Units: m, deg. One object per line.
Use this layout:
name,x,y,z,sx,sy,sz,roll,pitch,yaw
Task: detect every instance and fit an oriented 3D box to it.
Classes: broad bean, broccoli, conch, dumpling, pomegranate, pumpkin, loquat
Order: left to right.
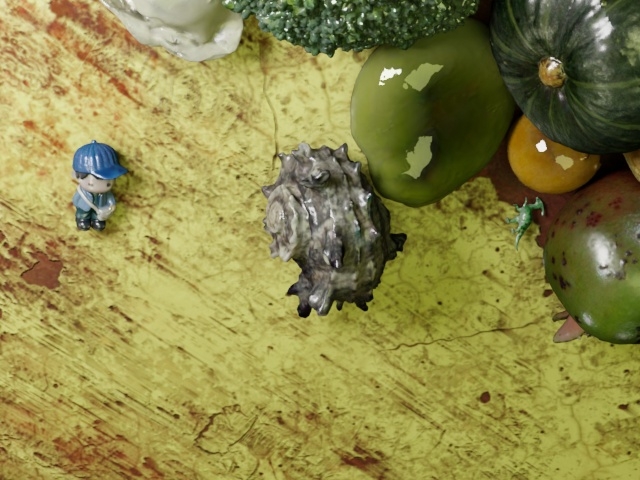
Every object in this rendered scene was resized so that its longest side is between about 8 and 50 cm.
dumpling,-0.206,-0.343,1.351,0.162,0.132,0.250,-36,111,8
conch,-0.001,-0.010,1.483,0.186,0.241,0.313,-41,141,-23
broccoli,0.055,-0.372,1.282,0.338,0.277,0.317,26,75,23
broad bean,0.158,-0.184,1.450,0.238,0.119,0.291,17,111,-12
loquat,0.342,-0.133,1.473,0.141,0.141,0.141,-1,114,-3
pumpkin,0.357,-0.258,1.292,0.207,0.300,0.300,-35,114,-17
pomegranate,0.461,0.056,1.491,0.291,0.291,0.323,13,113,-9

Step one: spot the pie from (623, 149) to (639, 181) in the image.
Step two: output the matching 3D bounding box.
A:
pie,0.570,-0.172,1.373,0.339,0.339,0.083,-26,136,8

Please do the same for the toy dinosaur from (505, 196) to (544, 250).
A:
toy dinosaur,0.325,-0.030,1.582,0.062,0.021,0.083,-19,113,-9

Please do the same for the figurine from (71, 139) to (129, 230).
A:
figurine,-0.335,-0.084,1.503,0.077,0.079,0.136,-2,138,-26
